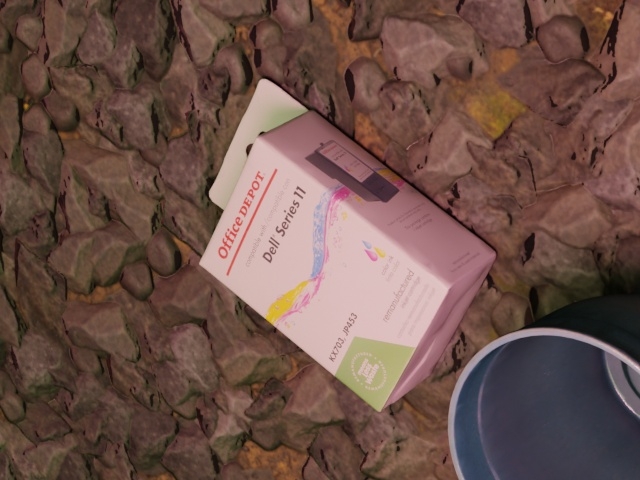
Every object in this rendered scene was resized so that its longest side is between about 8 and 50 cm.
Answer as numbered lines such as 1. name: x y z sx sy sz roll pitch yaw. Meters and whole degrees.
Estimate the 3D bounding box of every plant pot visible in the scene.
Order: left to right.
1. plant pot: 0.309 0.169 1.975 0.272 0.255 0.271 15 118 30

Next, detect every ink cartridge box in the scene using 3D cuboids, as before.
1. ink cartridge box: 0.000 0.000 2.216 0.353 0.119 0.207 38 127 17
